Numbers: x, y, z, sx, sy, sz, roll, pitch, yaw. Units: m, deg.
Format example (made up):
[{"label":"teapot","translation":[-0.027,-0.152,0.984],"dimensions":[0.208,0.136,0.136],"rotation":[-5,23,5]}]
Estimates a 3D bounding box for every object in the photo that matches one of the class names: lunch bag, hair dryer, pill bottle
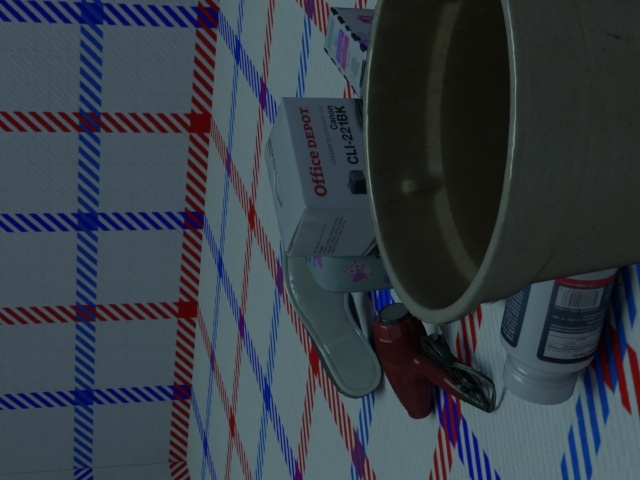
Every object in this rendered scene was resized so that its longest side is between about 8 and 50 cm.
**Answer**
[{"label":"lunch bag","translation":[0.065,-0.051,1.680],"dimensions":[0.108,0.224,0.279],"rotation":[102,160,-44]},{"label":"hair dryer","translation":[0.147,0.184,1.627],"dimensions":[0.293,0.080,0.223],"rotation":[98,149,-64]},{"label":"pill bottle","translation":[0.254,0.083,1.239],"dimensions":[0.108,0.108,0.180],"rotation":[-117,31,-57]}]

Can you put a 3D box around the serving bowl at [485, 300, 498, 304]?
[{"label":"serving bowl","translation":[0.226,0.042,1.478],"dimensions":[0.083,0.027,0.083],"rotation":[180,90,-74]}]

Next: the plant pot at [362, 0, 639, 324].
[{"label":"plant pot","translation":[0.230,-0.101,0.949],"dimensions":[0.334,0.305,0.334],"rotation":[179,90,-75]}]

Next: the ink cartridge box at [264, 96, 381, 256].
[{"label":"ink cartridge box","translation":[0.077,-0.087,1.547],"dimensions":[0.114,0.273,0.197],"rotation":[109,154,-52]}]

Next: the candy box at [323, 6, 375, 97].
[{"label":"candy box","translation":[0.109,-0.268,1.619],"dimensions":[0.196,0.165,0.070],"rotation":[-118,31,-57]}]

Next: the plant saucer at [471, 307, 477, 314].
[{"label":"plant saucer","translation":[0.217,-0.038,1.281],"dimensions":[0.188,0.045,0.188],"rotation":[-53,-11,-38]}]

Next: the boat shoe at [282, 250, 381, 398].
[{"label":"boat shoe","translation":[0.012,0.132,2.016],"dimensions":[0.099,0.116,0.319],"rotation":[110,138,-73]}]
